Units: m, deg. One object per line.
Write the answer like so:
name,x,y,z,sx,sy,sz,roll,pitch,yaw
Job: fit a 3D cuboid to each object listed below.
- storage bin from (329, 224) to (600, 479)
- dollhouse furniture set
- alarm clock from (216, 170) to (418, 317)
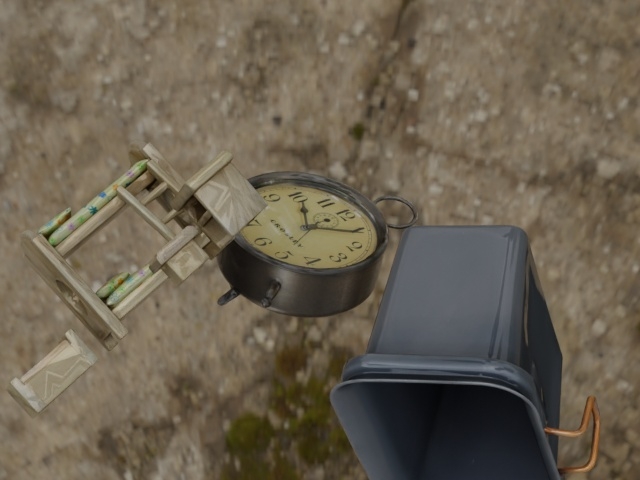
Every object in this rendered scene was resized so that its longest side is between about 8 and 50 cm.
storage bin,0.071,0.058,0.638,0.098,0.135,0.091,0,54,20
dollhouse furniture set,-0.148,0.012,0.985,0.182,0.161,0.101,-43,91,-21
alarm clock,0.000,0.000,1.161,0.192,0.064,0.129,-20,47,-33
